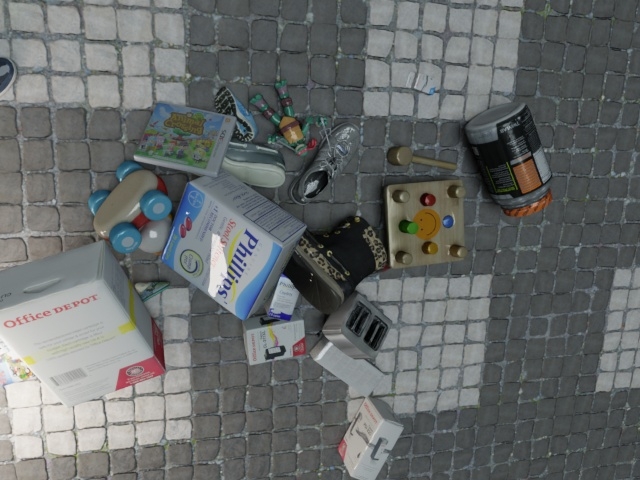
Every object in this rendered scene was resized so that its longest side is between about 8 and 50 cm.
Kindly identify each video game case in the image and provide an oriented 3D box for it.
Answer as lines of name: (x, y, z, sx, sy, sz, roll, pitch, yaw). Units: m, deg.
video game case: (-0.342, -0.262, 1.401, 0.213, 0.023, 0.193, 12, 60, 0)

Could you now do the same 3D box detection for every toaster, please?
toaster: (0.107, 0.263, 1.666, 0.168, 0.110, 0.185, 42, 61, -19)

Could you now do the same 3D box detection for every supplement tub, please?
supplement tub: (0.581, -0.242, 1.664, 0.194, 0.193, 0.316, -29, 109, -7)

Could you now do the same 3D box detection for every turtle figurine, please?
turtle figurine: (-0.084, -0.311, 1.504, 0.175, 0.118, 0.234, -34, 95, -21)

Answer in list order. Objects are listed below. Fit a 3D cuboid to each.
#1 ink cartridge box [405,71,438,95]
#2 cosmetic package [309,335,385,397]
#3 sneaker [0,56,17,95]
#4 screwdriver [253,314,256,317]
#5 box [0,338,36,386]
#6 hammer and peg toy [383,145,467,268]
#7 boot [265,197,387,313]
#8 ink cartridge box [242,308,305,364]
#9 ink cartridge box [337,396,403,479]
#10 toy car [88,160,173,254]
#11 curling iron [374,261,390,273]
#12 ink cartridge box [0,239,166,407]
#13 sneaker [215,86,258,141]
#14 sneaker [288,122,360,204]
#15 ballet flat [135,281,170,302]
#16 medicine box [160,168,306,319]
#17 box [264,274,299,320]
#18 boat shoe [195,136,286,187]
ink cartridge box: (0.299, -0.465, 1.618, 0.083, 0.028, 0.048, 14, 99, -18)
cosmetic package: (0.087, 0.395, 1.752, 0.239, 0.060, 0.099, 40, 91, -20)
sneaker: (-0.822, -0.355, 1.263, 0.226, 0.163, 0.086, -34, 108, -7)
screwdriver: (-0.193, 0.232, 1.656, 0.025, 0.024, 0.170, -35, 114, 25)
box: (-0.818, 0.262, 1.476, 0.159, 0.044, 0.233, -16, 107, -11)
hammer and peg toy: (0.320, -0.105, 1.642, 0.266, 0.127, 0.361, -5, 98, -16)
boot: (0.000, 0.000, 1.563, 0.377, 0.138, 0.284, 47, 46, 14)
ink cartridge box: (-0.140, 0.291, 1.648, 0.175, 0.072, 0.127, -9, 115, -14)
ink cartridge box: (0.161, 0.644, 1.781, 0.092, 0.158, 0.217, 28, 94, -19)
toy car: (-0.448, -0.053, 1.451, 0.210, 0.219, 0.238, -47, 139, -1)
curling iron: (0.186, 0.071, 1.714, 0.274, 0.035, 0.068, -20, 104, -11)
ink cartridge box: (-0.597, 0.216, 1.382, 0.279, 0.160, 0.384, -18, 132, -4)
sneaker: (-0.226, -0.344, 1.491, 0.063, 0.073, 0.162, -29, 95, 26)
sneaker: (0.027, -0.209, 1.558, 0.105, 0.115, 0.281, 35, 92, -20)
ballet flat: (-0.514, 0.155, 1.527, 0.188, 0.070, 0.070, -35, 110, -9)
medicine box: (-0.228, 0.008, 1.417, 0.289, 0.149, 0.263, 34, 120, 10)
box: (-0.111, 0.146, 1.601, 0.072, 0.126, 0.137, 15, 99, -17)
boat shoe: (-0.250, -0.230, 1.505, 0.320, 0.116, 0.099, 12, 57, -11)
